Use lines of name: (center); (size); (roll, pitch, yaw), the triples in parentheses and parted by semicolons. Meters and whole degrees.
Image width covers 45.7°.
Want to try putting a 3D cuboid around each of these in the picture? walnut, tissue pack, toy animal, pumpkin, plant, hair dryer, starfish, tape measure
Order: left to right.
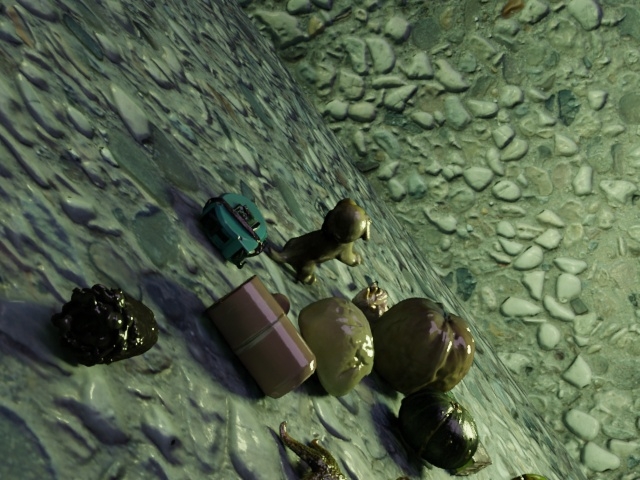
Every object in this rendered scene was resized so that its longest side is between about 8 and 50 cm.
plant: (-0.257, 0.104, 0.917); (0.143, 0.095, 0.092); (43, 28, -73)
tape measure: (-0.167, -0.028, 1.491); (0.146, 0.081, 0.125); (49, 32, -6)
hair dryer: (-0.080, 0.147, 1.363); (0.189, 0.107, 0.344); (54, 9, -1)
starfish: (-0.004, 0.371, 1.176); (0.176, 0.053, 0.208); (8, 41, -57)
toy animal: (0.013, 0.000, 1.723); (0.121, 0.233, 0.168); (67, 11, 25)
walnut: (0.236, 0.258, 1.801); (0.248, 0.248, 0.248); (49, 15, -18)
pumpkin: (0.257, 0.413, 1.666); (0.190, 0.146, 0.190); (46, 18, -19)
tissue pack: (0.328, 0.468, 1.907); (0.173, 0.073, 0.235); (27, 30, -59)

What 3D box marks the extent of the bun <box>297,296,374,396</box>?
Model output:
bun: (0.041, 0.202, 1.455); (0.178, 0.128, 0.193); (-110, 179, -79)

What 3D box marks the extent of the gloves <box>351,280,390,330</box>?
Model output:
gloves: (0.135, 0.179, 1.939); (0.110, 0.094, 0.144); (-28, 104, -52)

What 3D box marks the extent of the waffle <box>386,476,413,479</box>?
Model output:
waffle: (0.202, 0.543, 1.375); (0.262, 0.060, 0.280); (58, 15, 16)

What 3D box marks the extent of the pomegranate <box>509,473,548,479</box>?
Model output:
pomegranate: (0.537, 0.688, 1.924); (0.159, 0.159, 0.205); (-37, 116, -75)
